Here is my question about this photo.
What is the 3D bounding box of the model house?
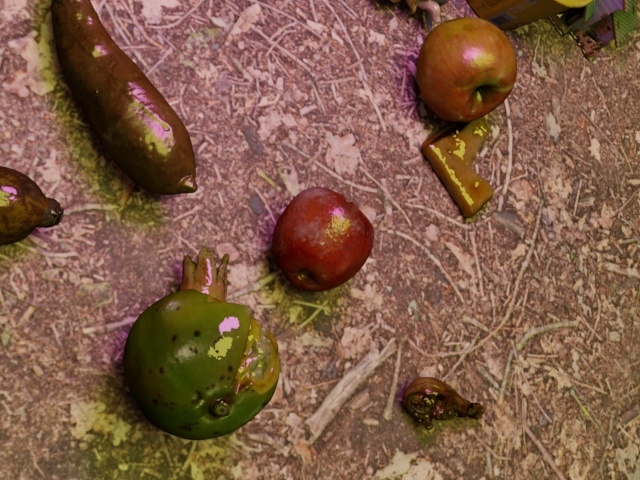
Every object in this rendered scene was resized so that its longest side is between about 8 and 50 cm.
[{"bbox_3d":[0.617,-0.555,2.072,0.178,0.206,0.271,-39,99,-32],"label":"model house"}]

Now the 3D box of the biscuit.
[{"bbox_3d":[0.296,-0.154,1.878,0.174,0.039,0.183,-34,96,-35],"label":"biscuit"}]

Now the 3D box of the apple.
[{"bbox_3d":[0.277,-0.333,1.824,0.195,0.196,0.196,8,73,-29],"label":"apple"}]

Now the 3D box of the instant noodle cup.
[{"bbox_3d":[0.433,-0.569,1.970,0.264,0.200,0.265,8,74,-29],"label":"instant noodle cup"}]

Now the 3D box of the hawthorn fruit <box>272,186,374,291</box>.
[{"bbox_3d":[0.000,0.000,1.589,0.172,0.173,0.173,8,73,-29],"label":"hawthorn fruit"}]

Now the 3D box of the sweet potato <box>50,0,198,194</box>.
[{"bbox_3d":[-0.324,-0.244,1.487,0.130,0.130,0.423,-28,86,-33],"label":"sweet potato"}]

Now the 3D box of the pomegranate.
[{"bbox_3d":[-0.182,0.150,1.430,0.235,0.236,0.302,14,40,-27],"label":"pomegranate"}]

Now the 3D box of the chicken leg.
[{"bbox_3d":[0.225,0.300,1.704,0.178,0.070,0.093,19,68,-36],"label":"chicken leg"}]

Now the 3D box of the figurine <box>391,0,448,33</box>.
[{"bbox_3d":[0.187,-0.503,1.853,0.208,0.183,0.128,57,39,-51],"label":"figurine"}]

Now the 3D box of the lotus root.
[{"bbox_3d":[-0.470,-0.053,1.348,0.209,0.120,0.120,4,75,-27],"label":"lotus root"}]
